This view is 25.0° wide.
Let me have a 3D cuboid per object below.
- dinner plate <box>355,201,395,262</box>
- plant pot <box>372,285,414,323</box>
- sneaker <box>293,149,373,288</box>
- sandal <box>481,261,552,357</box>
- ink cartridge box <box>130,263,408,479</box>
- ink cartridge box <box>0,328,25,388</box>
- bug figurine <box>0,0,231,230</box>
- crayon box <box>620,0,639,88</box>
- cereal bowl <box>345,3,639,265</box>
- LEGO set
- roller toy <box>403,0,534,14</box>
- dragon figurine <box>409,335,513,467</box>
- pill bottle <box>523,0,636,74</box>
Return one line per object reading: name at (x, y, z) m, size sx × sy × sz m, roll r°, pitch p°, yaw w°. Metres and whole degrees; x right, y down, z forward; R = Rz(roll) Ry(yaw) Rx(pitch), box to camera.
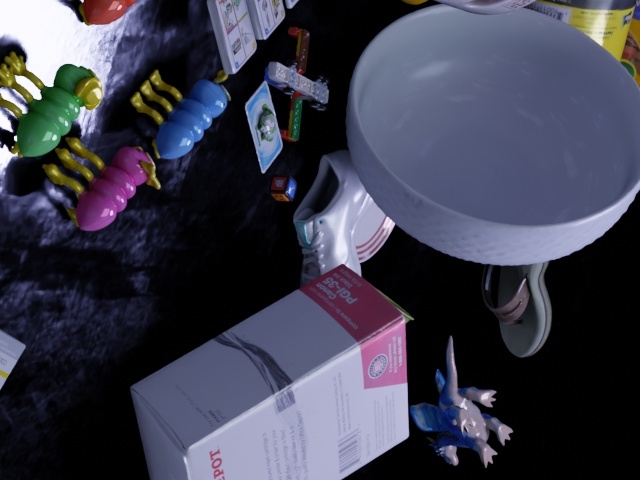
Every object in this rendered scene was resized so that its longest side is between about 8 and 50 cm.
dinner plate at (0.062, -0.040, 1.754) m, size 0.141 × 0.017 × 0.141 m, roll -42°, pitch 146°, yaw -38°
plant pot at (0.061, 0.105, 1.817) m, size 0.079 × 0.083 × 0.083 m, roll -53°, pitch 153°, yaw 2°
sneaker at (0.000, 0.000, 1.627) m, size 0.094 × 0.080 × 0.212 m, roll 2°, pitch 101°, yaw -54°
sandal at (0.281, 0.057, 2.154) m, size 0.086 × 0.120 × 0.303 m, roll -23°, pitch 136°, yaw -15°
ink cartridge box at (-0.048, 0.185, 1.553) m, size 0.283 × 0.117 × 0.207 m, roll -29°, pitch 139°, yaw -24°
ink cartridge box at (-0.333, 0.146, 1.147) m, size 0.209 × 0.062 × 0.109 m, roll -60°, pitch 153°, yaw -10°
bug figurine at (-0.165, -0.122, 1.218) m, size 0.216 × 0.072 × 0.279 m, roll -55°, pitch 152°, yaw -19°
crayon box at (0.375, -0.320, 1.880) m, size 0.083 × 0.203 × 0.323 m, roll -35°, pitch 140°, yaw -44°
cereal bowl at (0.187, -0.103, 1.605) m, size 0.339 × 0.339 × 0.141 m, roll -45°, pitch 162°, yaw -35°
LEGO set at (-0.052, -0.164, 1.395) m, size 0.182 × 0.060 × 0.244 m, roll -57°, pitch 142°, yaw -46°
roller toy at (0.167, -0.333, 1.508) m, size 0.146 × 0.191 × 0.209 m, roll 1°, pitch 111°, yaw -62°
dragon figurine at (0.191, 0.250, 2.150) m, size 0.085 × 0.144 × 0.289 m, roll -52°, pitch 131°, yaw -22°
pill bottle at (0.270, -0.201, 1.809) m, size 0.188 × 0.188 × 0.334 m, roll -25°, pitch 133°, yaw -52°
